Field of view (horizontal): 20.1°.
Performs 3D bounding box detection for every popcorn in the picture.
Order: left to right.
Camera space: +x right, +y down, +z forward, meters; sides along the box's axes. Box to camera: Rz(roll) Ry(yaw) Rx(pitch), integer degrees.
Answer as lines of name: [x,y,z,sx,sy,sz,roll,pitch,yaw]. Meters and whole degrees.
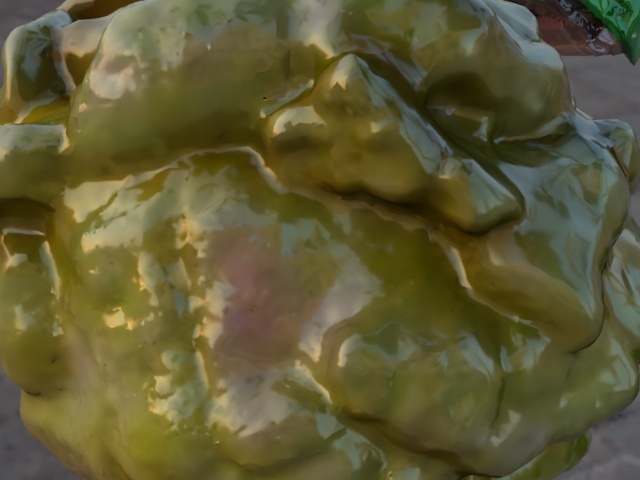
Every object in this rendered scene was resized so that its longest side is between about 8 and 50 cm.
popcorn: [0.000,0.000,0.611,0.212,0.259,0.259,-23,5,28]

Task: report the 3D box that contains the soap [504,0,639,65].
soap: [0.102,-0.213,1.281,0.218,0.098,0.273,39,-11,-23]
